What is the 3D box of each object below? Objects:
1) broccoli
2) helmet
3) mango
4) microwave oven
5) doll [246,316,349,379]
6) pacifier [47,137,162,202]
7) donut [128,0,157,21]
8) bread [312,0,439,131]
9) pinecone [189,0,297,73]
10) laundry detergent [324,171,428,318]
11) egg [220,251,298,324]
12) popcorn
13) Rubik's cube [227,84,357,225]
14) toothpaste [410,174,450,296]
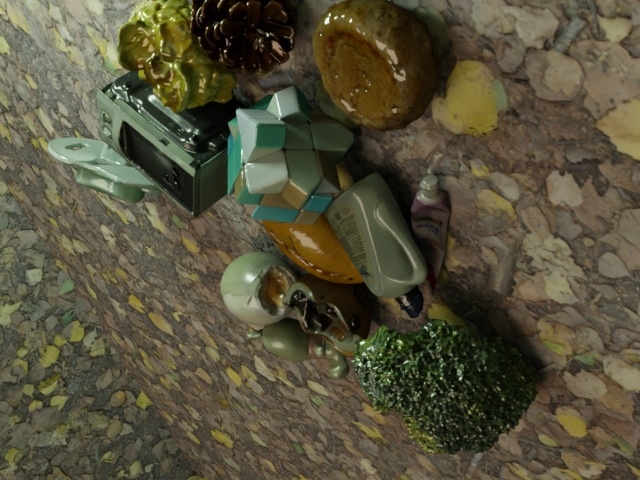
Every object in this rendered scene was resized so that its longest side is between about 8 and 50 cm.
[{"bbox_3d":[0.230,0.294,1.602,0.375,0.249,0.302,11,167,-17],"label":"broccoli"},{"bbox_3d":[0.035,0.151,1.854,0.224,0.130,0.198,47,155,-19],"label":"helmet"},{"bbox_3d":[-0.005,0.003,1.740,0.295,0.120,0.177,39,151,15],"label":"mango"},{"bbox_3d":[-0.294,-0.237,1.714,0.295,0.237,0.181,39,148,18],"label":"microwave oven"},{"bbox_3d":[-0.045,0.254,2.046,0.274,0.113,0.155,20,-172,5],"label":"doll"},{"bbox_3d":[-0.493,-0.244,2.022,0.343,0.288,0.269,22,107,6],"label":"pacifier"},{"bbox_3d":[-0.338,-0.459,1.682,0.166,0.065,0.108,-6,122,54],"label":"donut"},{"bbox_3d":[0.093,-0.286,1.281,0.230,0.123,0.230,38,153,23],"label":"bread"},{"bbox_3d":[-0.126,-0.379,1.407,0.212,0.169,0.186,28,161,52],"label":"pinecone"},{"bbox_3d":[0.127,0.021,1.559,0.281,0.105,0.215,60,158,2],"label":"laundry detergent"},{"bbox_3d":[-0.158,0.120,2.014,0.183,0.183,0.217,57,155,-15],"label":"egg"},{"bbox_3d":[-0.273,-0.353,1.559,0.181,0.216,0.235,-38,84,29],"label":"popcorn"},{"bbox_3d":[-0.059,-0.168,1.515,0.213,0.224,0.265,126,144,-58],"label":"Rubik's cube"},{"bbox_3d":[0.204,-0.010,1.538,0.075,0.048,0.301,27,146,25],"label":"toothpaste"}]
